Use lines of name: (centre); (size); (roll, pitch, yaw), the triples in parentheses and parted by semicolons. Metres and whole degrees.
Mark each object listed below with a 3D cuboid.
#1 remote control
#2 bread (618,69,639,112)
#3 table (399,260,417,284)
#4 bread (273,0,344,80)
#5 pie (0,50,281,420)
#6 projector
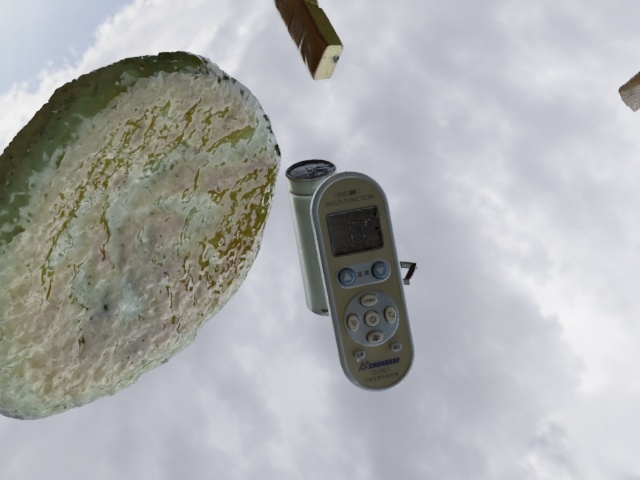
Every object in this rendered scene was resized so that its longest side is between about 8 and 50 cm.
remote control: (0.046, 0.045, 0.588); (0.087, 0.047, 0.244); (-10, -87, -3)
bread: (0.695, -0.342, 1.080); (0.152, 0.077, 0.105); (-19, -142, 50)
table: (0.134, 0.114, 1.288); (0.176, 0.062, 0.146); (6, -140, 28)
bread: (-0.028, -0.408, 1.002); (0.226, 0.049, 0.088); (66, -28, 24)
pie: (-0.144, -0.006, 0.439); (0.071, 0.323, 0.323); (29, -98, 22)
projector: (0.000, 0.000, 1.139); (0.108, 0.337, 0.108); (-6, -150, 3)
